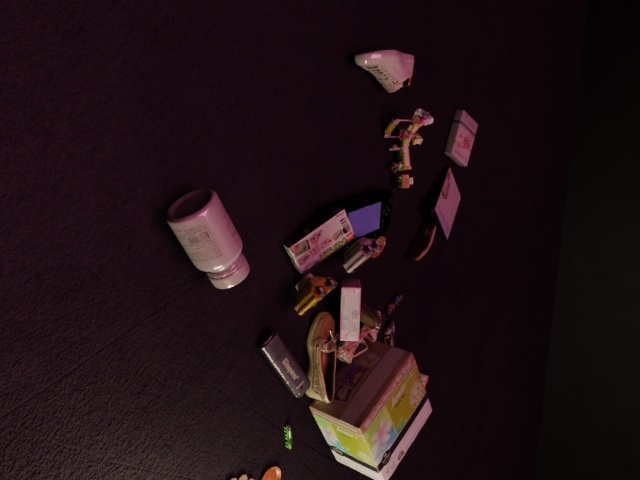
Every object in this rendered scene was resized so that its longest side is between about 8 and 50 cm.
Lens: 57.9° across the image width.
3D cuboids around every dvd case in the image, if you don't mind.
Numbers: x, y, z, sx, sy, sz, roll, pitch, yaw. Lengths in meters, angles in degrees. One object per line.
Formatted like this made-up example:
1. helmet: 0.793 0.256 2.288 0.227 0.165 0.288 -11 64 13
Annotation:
1. dvd case: 0.493 -0.147 2.273 0.180 0.022 0.253 59 44 -38

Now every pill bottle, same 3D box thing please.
1. pill bottle: -0.262 0.001 1.392 0.131 0.131 0.229 -48 130 -31

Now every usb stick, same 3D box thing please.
1. usb stick: -0.106 0.368 1.725 0.077 0.045 0.278 -52 133 -29

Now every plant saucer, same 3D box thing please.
1. plant saucer: -0.155 0.733 1.777 0.084 0.013 0.083 -13 108 -47
2. plant saucer: 0.194 0.020 1.999 0.083 0.015 0.083 -34 140 -34

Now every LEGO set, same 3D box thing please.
1. LEGO set: 0.272 -0.316 1.959 0.107 0.132 0.286 -7 128 -31

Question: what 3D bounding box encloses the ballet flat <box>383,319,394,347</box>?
1. ballet flat: 0.253 0.352 2.142 0.041 0.041 0.114 -14 108 -47

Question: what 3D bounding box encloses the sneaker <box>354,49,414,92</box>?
1. sneaker: 0.213 -0.535 1.833 0.290 0.106 0.122 -12 105 -49

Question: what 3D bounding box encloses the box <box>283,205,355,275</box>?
1. box: 0.000 0.000 1.717 0.207 0.036 0.114 -35 126 -15

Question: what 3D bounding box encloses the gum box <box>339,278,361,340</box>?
1. gum box: 0.095 0.227 1.868 0.107 0.062 0.188 -83 175 -79

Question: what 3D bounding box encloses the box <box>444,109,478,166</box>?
1. box: 0.566 -0.409 2.323 0.145 0.038 0.186 24 81 -49

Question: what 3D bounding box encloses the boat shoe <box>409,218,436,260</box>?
1. boat shoe: 0.401 0.009 2.213 0.190 0.068 0.072 -56 146 -24

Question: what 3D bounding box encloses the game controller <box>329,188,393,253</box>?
1. game controller: 0.132 -0.066 1.882 0.319 0.067 0.166 -21 114 -44

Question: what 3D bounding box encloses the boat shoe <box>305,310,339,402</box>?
1. boat shoe: 0.017 0.367 1.831 0.105 0.089 0.284 -6 103 -48

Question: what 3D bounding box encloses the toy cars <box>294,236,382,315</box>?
1. toy cars: 0.046 0.089 1.770 0.394 0.176 0.087 -38 83 -27

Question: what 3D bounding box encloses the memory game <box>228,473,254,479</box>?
1. memory game: -0.253 0.766 1.673 0.186 0.012 0.186 -13 108 -47

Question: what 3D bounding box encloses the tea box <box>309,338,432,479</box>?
1. tea box: 0.180 0.570 1.966 0.329 0.220 0.323 -47 130 -32

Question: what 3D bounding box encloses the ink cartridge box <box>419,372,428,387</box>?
1. ink cartridge box: 0.418 0.583 2.390 0.115 0.029 0.062 29 76 -48

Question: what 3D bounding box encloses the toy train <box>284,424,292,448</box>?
1. toy train: -0.099 0.613 1.806 0.017 0.024 0.083 -21 115 -45

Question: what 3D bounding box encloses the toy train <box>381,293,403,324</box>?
1. toy train: 0.255 0.248 2.128 0.158 0.027 0.036 -44 118 -33

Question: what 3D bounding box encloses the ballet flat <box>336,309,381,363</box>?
1. ballet flat: 0.141 0.334 1.965 0.241 0.077 0.091 -38 165 -31

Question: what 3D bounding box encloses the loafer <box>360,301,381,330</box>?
1. loafer: 0.152 0.255 1.931 0.050 0.148 0.056 0 110 -28
